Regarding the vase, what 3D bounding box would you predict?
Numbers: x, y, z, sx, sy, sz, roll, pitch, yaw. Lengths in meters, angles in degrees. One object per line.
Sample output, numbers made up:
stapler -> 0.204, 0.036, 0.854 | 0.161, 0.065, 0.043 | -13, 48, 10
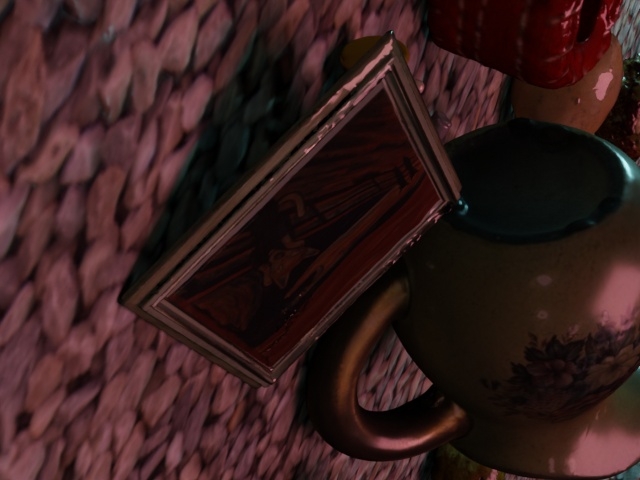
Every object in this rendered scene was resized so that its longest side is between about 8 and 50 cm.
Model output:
vase -> 0.137, 0.080, 1.132 | 0.329, 0.241, 0.302 | -22, 132, -15

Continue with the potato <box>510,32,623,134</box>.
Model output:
potato -> 0.244, -0.149, 1.351 | 0.112, 0.112, 0.147 | -45, 157, -50

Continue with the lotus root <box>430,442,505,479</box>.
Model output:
lotus root -> 0.195, 0.247, 1.657 | 0.191, 0.094, 0.108 | -69, -164, -13

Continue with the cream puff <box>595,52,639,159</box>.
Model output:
cream puff -> 0.405, -0.181, 1.778 | 0.149, 0.084, 0.149 | 17, 90, -71

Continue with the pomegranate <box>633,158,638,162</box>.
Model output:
pomegranate -> 0.520, -0.181, 2.033 | 0.191, 0.131, 0.152 | -40, 135, -33

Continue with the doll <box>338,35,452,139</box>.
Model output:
doll -> 0.048, -0.074, 0.920 | 0.073, 0.084, 0.127 | -76, 166, -49

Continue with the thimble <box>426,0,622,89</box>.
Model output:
thimble -> 0.164, -0.212, 1.028 | 0.163, 0.125, 0.189 | -59, 159, -19

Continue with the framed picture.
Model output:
framed picture -> 0.000, 0.000, 0.858 | 0.216, 0.016, 0.273 | -46, 159, -1
